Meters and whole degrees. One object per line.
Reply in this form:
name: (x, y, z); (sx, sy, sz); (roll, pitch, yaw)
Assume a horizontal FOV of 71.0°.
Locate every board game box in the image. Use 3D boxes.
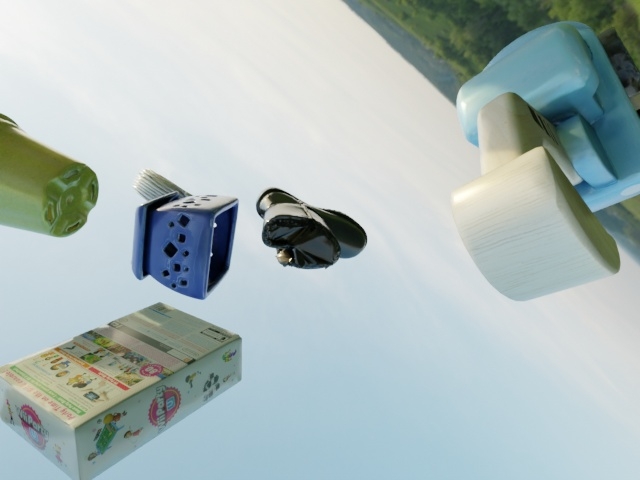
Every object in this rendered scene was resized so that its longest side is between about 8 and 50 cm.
board game box: (-0.314, 0.221, 0.739); (0.224, 0.097, 0.303); (13, -161, 31)

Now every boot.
boot: (0.000, 0.000, 0.793); (0.247, 0.094, 0.207); (26, -166, -22)

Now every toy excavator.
toy excavator: (0.264, -0.122, 0.542); (0.446, 0.222, 0.432); (15, -123, -41)

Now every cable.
cable: (-0.469, -0.132, 1.428); (0.257, 0.089, 0.257); (31, 177, 0)

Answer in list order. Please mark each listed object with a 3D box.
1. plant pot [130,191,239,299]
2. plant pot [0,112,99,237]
plant pot: (-0.355, -0.005, 1.178); (0.212, 0.235, 0.236); (12, -164, 3)
plant pot: (-0.674, -0.130, 1.026); (0.254, 0.275, 0.276); (19, -156, 6)
